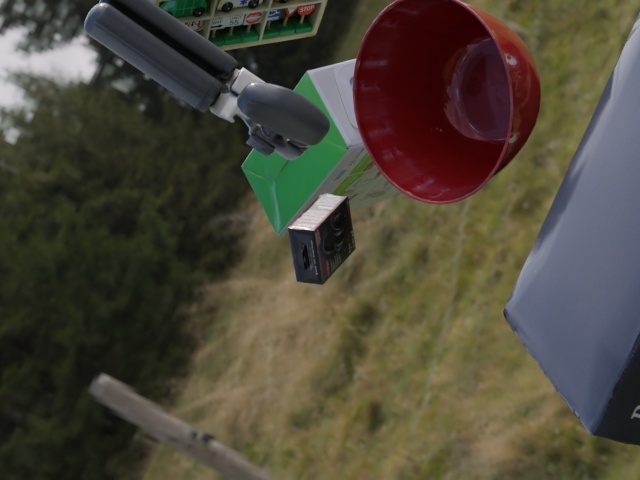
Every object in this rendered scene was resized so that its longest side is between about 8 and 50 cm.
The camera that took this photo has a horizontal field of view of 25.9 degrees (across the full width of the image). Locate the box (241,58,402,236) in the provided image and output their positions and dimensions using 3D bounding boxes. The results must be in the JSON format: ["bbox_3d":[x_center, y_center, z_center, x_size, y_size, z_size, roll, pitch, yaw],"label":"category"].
[{"bbox_3d":[0.055,-0.138,1.890,0.231,0.127,0.262,-20,-16,-30],"label":"box"}]

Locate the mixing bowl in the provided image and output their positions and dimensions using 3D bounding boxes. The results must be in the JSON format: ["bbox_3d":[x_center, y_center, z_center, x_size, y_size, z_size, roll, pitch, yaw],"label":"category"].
[{"bbox_3d":[0.126,-0.128,1.220,0.098,0.181,0.181,-13,-36,-42],"label":"mixing bowl"}]

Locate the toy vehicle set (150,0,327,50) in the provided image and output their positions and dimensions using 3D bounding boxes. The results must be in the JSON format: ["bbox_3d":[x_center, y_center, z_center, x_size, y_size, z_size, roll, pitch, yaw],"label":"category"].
[{"bbox_3d":[-0.109,-0.325,1.854,0.035,0.267,0.166,61,150,29],"label":"toy vehicle set"}]

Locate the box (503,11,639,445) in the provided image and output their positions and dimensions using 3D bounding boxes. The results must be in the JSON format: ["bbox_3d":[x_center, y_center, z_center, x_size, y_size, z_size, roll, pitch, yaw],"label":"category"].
[{"bbox_3d":[0.331,-0.028,0.815,0.179,0.312,0.343,-118,48,-68],"label":"box"}]

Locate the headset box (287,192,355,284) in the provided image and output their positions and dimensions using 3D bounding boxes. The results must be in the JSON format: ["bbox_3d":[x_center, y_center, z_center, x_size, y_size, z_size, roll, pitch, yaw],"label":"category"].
[{"bbox_3d":[0.000,0.000,1.364,0.083,0.032,0.062,-47,-45,-50],"label":"headset box"}]

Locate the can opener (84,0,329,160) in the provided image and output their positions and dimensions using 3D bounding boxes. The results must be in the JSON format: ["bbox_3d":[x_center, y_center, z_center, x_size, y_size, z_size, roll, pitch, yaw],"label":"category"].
[{"bbox_3d":[-0.115,-0.190,1.511,0.095,0.283,0.076,-42,18,52],"label":"can opener"}]
